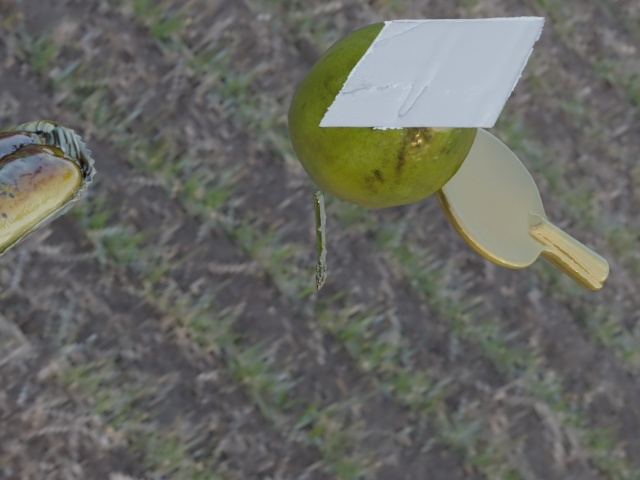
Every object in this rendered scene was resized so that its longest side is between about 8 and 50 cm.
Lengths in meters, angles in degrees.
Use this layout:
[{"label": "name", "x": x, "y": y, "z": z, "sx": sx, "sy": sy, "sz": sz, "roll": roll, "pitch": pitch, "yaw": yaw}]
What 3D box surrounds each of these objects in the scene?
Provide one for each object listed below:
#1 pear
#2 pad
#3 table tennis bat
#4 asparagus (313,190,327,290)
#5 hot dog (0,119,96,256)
[{"label": "pear", "x": 0.076, "y": -0.142, "z": 1.925, "sx": 0.212, "sy": 0.269, "sz": 0.212, "roll": 7, "pitch": 70, "yaw": -19}, {"label": "pad", "x": 0.101, "y": -0.148, "z": 1.476, "sx": 0.232, "sy": 0.156, "sz": 0.004, "roll": -60, "pitch": 146, "yaw": -55}, {"label": "table tennis bat", "x": 0.260, "y": -0.030, "z": 2.215, "sx": 0.321, "sy": 0.050, "sz": 0.198, "roll": 34, "pitch": 43, "yaw": -27}, {"label": "asparagus", "x": 0.000, "y": 0.000, "z": 1.885, "sx": 0.015, "sy": 0.014, "sz": 0.114, "roll": -12, "pitch": 111, "yaw": -25}, {"label": "hot dog", "x": -0.330, "y": -0.031, "z": 1.512, "sx": 0.270, "sy": 0.082, "sz": 0.162, "roll": -31, "pitch": 43, "yaw": -29}]
